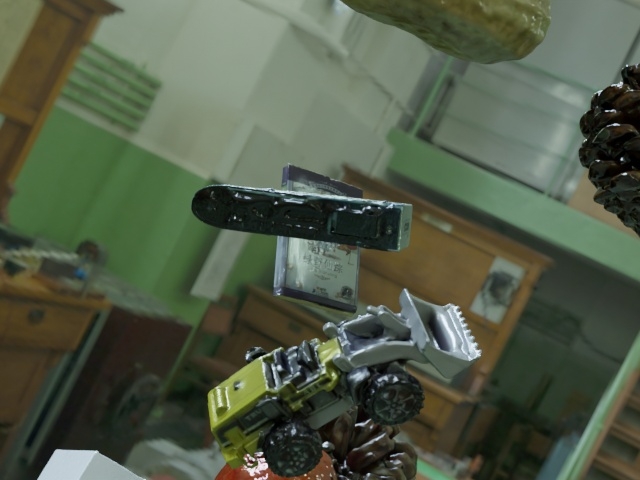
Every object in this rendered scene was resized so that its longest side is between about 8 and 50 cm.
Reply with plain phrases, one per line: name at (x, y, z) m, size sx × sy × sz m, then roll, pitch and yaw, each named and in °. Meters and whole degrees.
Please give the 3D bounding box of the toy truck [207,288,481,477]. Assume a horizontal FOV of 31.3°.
toy truck at (0.017, 0.138, 1.180) m, size 0.111 × 0.286 × 0.136 m, roll 57°, pitch 7°, yaw -30°

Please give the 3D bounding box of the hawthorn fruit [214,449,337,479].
hawthorn fruit at (-0.071, 0.464, 1.813) m, size 0.211 × 0.298 × 0.211 m, roll 1°, pitch -13°, yaw 0°

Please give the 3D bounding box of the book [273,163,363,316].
book at (0.001, 0.000, 1.902) m, size 0.158 × 0.231 × 0.026 m, roll 17°, pitch -24°, yaw -31°

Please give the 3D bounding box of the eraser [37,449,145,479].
eraser at (-0.315, 0.328, 1.517) m, size 0.076 × 0.078 × 0.298 m, roll 34°, pitch -19°, yaw -14°

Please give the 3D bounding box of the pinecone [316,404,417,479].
pinecone at (-0.001, 0.465, 2.217) m, size 0.398 × 0.397 × 0.398 m, roll 26°, pitch 1°, yaw -1°

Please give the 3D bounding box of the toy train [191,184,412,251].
toy train at (-0.022, -0.028, 1.211) m, size 0.234 × 0.052 × 0.051 m, roll 7°, pitch 6°, yaw 18°

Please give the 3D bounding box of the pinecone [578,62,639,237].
pinecone at (0.493, -0.118, 1.544) m, size 0.298 × 0.242 × 0.295 m, roll 24°, pitch 36°, yaw -25°

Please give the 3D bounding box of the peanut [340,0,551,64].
peanut at (0.165, -0.347, 1.576) m, size 0.340 × 0.158 × 0.174 m, roll 18°, pitch 21°, yaw -27°
